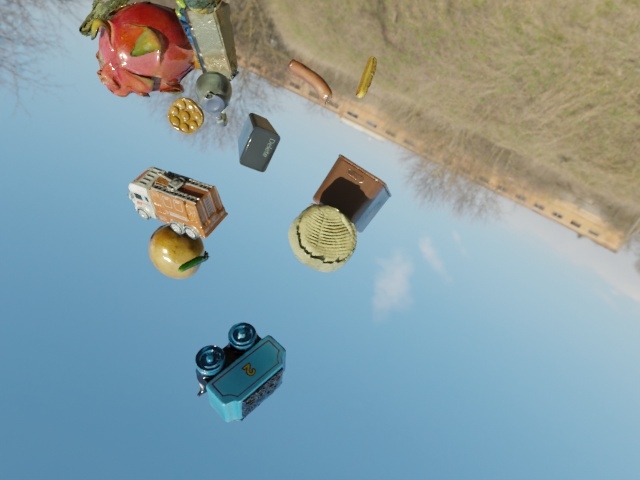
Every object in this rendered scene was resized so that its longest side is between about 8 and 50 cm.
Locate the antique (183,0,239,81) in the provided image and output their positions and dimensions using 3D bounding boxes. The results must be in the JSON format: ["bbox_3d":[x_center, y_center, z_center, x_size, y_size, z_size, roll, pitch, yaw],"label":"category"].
[{"bbox_3d":[-0.396,-0.736,1.749,0.125,0.284,0.150,2,-145,15],"label":"antique"}]

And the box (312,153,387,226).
[{"bbox_3d":[0.138,-0.193,2.027,0.239,0.229,0.339,37,-176,13],"label":"box"}]

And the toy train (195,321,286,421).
[{"bbox_3d":[-0.283,0.463,1.635,0.265,0.188,0.300,37,-126,25],"label":"toy train"}]

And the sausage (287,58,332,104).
[{"bbox_3d":[-0.027,-0.422,1.219,0.177,0.047,0.040,46,177,27],"label":"sausage"}]

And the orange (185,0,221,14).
[{"bbox_3d":[-0.402,-0.829,1.536,0.134,0.157,0.156,9,-174,37],"label":"orange"}]

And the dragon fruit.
[{"bbox_3d":[-0.410,-0.438,1.087,0.227,0.224,0.224,-18,-150,-6],"label":"dragon fruit"}]

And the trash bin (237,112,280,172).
[{"bbox_3d":[-0.256,-0.402,1.865,0.115,0.165,0.225,18,-155,-24],"label":"trash bin"}]

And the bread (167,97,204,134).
[{"bbox_3d":[-0.410,-0.379,1.414,0.110,0.110,0.024,24,-168,-6],"label":"bread"}]

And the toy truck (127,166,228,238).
[{"bbox_3d":[-0.584,-0.168,1.865,0.387,0.207,0.173,19,-129,21],"label":"toy truck"}]

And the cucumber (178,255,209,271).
[{"bbox_3d":[-0.571,0.099,2.088,0.155,0.037,0.037,-27,-135,-20],"label":"cucumber"}]

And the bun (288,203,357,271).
[{"bbox_3d":[0.000,0.000,1.715,0.259,0.260,0.152,23,155,-10],"label":"bun"}]

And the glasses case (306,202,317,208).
[{"bbox_3d":[-0.052,-0.033,2.248,0.075,0.297,0.113,6,-173,-17],"label":"glasses case"}]

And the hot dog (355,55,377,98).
[{"bbox_3d":[0.219,-0.748,2.137,0.047,0.216,0.066,25,164,-26],"label":"hot dog"}]

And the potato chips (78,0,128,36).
[{"bbox_3d":[-0.539,-0.589,1.169,0.219,0.202,0.029,1,155,37],"label":"potato chips"}]

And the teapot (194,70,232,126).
[{"bbox_3d":[-0.325,-0.419,1.398,0.111,0.149,0.108,7,-132,-17],"label":"teapot"}]

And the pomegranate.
[{"bbox_3d":[-0.722,0.048,2.315,0.307,0.307,0.307,24,-161,-9],"label":"pomegranate"}]

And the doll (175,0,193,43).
[{"bbox_3d":[-0.504,-0.910,1.870,0.098,0.346,0.341,29,168,-8],"label":"doll"}]
